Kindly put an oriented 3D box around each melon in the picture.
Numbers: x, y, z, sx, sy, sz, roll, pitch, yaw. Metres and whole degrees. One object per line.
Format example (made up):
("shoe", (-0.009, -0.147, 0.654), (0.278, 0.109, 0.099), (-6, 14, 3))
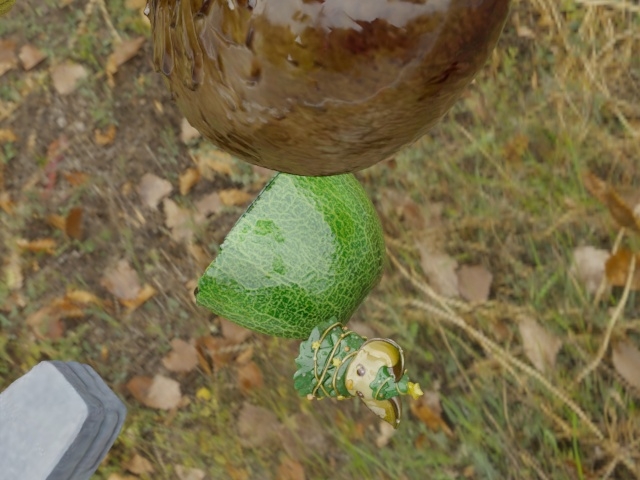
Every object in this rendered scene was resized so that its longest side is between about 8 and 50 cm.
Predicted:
("melon", (0.000, 0.000, 1.386), (0.169, 0.129, 0.265), (37, 51, 3))

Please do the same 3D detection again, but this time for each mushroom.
("mushroom", (0.018, -0.169, 0.573), (0.278, 0.163, 0.297), (-38, 36, 32))

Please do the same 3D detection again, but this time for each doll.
("doll", (0.041, 0.110, 1.053), (0.113, 0.078, 0.077), (9, 23, 15))

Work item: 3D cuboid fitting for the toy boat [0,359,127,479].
("toy boat", (-0.334, 0.258, 1.311), (0.127, 0.078, 0.283), (40, 91, 26))

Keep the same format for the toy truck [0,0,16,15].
("toy truck", (-0.318, -0.193, 0.718), (0.285, 0.136, 0.111), (12, 109, 0))
